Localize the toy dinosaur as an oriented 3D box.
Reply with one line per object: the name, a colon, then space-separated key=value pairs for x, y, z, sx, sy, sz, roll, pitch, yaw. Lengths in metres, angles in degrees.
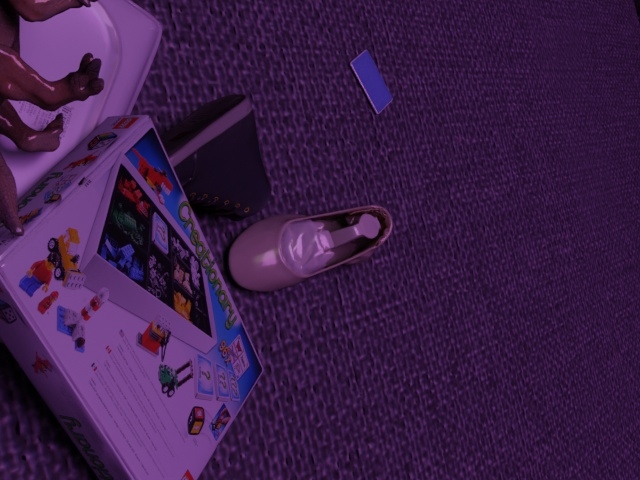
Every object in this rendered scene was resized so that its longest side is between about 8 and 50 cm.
toy dinosaur: x=-0.265 y=-0.151 z=0.555 sx=0.200 sy=0.127 sz=0.295 roll=-1 pitch=92 yaw=-34

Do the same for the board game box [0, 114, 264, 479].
board game box: x=-0.155 y=0.074 z=0.694 sx=0.193 sy=0.053 sz=0.305 roll=-57 pitch=139 yaw=-42

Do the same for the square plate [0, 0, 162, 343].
square plate: x=-0.302 y=-0.132 z=0.626 sx=0.344 sy=0.049 sz=0.347 roll=29 pitch=61 yaw=-33

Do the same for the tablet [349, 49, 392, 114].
tablet: x=0.072 y=-0.225 z=1.157 sx=0.083 sy=0.006 sz=0.054 roll=59 pitch=43 yaw=-17

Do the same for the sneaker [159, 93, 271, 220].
sneaker: x=-0.126 y=-0.049 z=0.815 sx=0.222 sy=0.083 sz=0.118 roll=-42 pitch=123 yaw=-39

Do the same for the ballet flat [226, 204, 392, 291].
ballet flat: x=0.000 y=0.000 z=0.945 sx=0.248 sy=0.086 sz=0.086 roll=-17 pitch=91 yaw=-50
